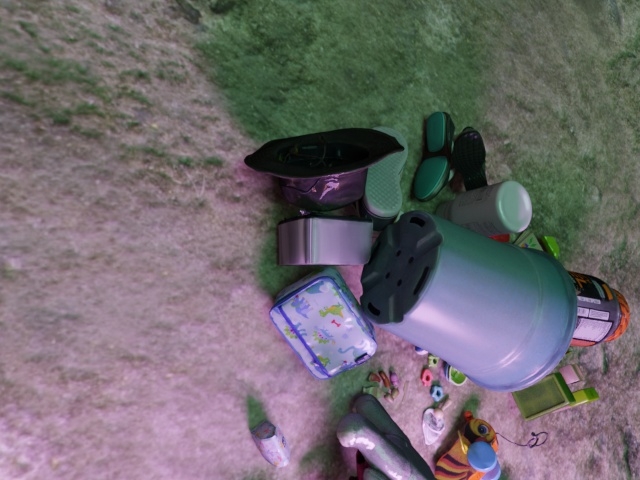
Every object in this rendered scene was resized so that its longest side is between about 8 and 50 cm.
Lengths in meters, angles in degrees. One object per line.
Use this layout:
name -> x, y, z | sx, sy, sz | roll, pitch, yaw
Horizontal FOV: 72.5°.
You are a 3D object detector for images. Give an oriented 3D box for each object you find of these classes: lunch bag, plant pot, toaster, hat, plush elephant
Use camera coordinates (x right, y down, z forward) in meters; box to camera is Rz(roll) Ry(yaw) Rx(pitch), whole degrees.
lunch bag -> -0.097, 0.418, 0.896 | 0.053, 0.083, 0.071 | -30, 98, -28
plant pot -> 0.287, 0.113, 0.944 | 0.334, 0.341, 0.341 | 24, 73, -22
toaster -> 0.000, 0.000, 0.949 | 0.185, 0.168, 0.110 | 3, 84, -30
hat -> 0.011, -0.138, 0.927 | 0.331, 0.331, 0.134 | -21, 120, -29
lunch bag -> 0.007, 0.183, 0.941 | 0.176, 0.090, 0.219 | -29, 102, 14
plush elephant -> 0.103, 0.530, 0.909 | 0.255, 0.272, 0.330 | -45, 82, 3

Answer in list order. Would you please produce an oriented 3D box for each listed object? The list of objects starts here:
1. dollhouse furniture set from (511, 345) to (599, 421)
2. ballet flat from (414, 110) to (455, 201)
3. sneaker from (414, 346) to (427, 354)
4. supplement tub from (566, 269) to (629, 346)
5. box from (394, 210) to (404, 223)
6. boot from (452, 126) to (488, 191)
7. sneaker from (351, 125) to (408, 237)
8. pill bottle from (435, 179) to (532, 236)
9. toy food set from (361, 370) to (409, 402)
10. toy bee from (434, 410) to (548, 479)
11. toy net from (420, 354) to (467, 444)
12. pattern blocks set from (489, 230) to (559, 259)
dollhouse furniture set -> 0.669, 0.369, 1.342 | 0.197, 0.151, 0.302 | 7, 52, -35
ballet flat -> 0.332, -0.223, 1.209 | 0.096, 0.095, 0.281 | 26, 72, -40
sneaker -> 0.274, 0.217, 1.140 | 0.152, 0.058, 0.085 | -49, 114, -29
supplement tub -> 0.667, 0.183, 1.221 | 0.337, 0.207, 0.207 | 11, 79, -18
box -> 0.230, -0.016, 1.162 | 0.136, 0.028, 0.081 | 32, 70, -21
boot -> 0.408, -0.256, 1.204 | 0.246, 0.083, 0.161 | 52, 36, -52
sneaker -> 0.140, -0.149, 1.081 | 0.126, 0.127, 0.321 | 14, 50, -1
pill bottle -> 0.422, -0.073, 1.159 | 0.131, 0.229, 0.131 | 4, 82, -29
toy food set -> 0.161, 0.360, 1.086 | 0.122, 0.019, 0.078 | 24, 73, -17
toy bee -> 0.410, 0.548, 1.150 | 0.298, 0.162, 0.195 | -14, 123, -18
toy net -> 0.312, 0.418, 1.148 | 0.122, 0.045, 0.232 | 27, 72, -25
pattern blocks set -> 0.668, 0.072, 1.381 | 0.285, 0.026, 0.325 | -23, 87, -29
